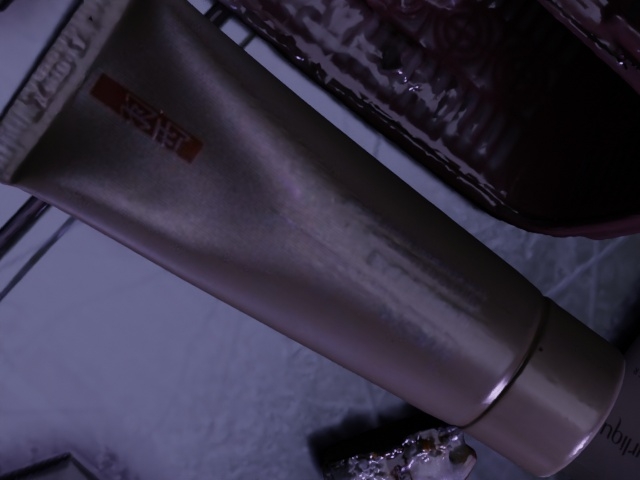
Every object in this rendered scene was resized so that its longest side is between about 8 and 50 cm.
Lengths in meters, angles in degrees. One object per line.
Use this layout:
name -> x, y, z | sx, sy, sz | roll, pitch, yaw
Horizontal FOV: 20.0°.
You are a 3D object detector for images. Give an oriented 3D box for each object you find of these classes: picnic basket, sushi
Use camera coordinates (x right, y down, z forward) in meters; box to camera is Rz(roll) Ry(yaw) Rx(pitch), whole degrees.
picnic basket -> 0.081, -0.137, 0.886 | 0.297, 0.222, 0.129 | 38, 66, -16
sushi -> 0.045, 0.127, 0.985 | 0.083, 0.044, 0.046 | -17, 102, -9

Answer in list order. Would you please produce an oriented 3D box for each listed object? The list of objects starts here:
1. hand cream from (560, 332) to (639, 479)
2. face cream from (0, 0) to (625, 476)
hand cream -> 0.206, 0.066, 1.005 | 0.186, 0.087, 0.054 | -55, 144, -3
face cream -> 0.000, 0.000, 0.942 | 0.341, 0.084, 0.137 | 34, 96, -9
